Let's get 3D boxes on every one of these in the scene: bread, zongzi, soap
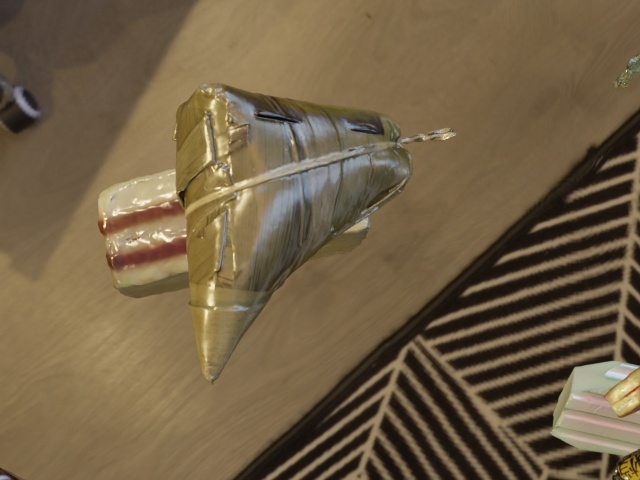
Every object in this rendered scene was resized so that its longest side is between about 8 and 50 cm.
[{"bbox_3d":[0.419,0.181,1.365,0.109,0.062,0.043,-21,63,-21],"label":"bread"},{"bbox_3d":[0.000,0.000,0.665,0.081,0.189,0.178,-24,66,53],"label":"zongzi"},{"bbox_3d":[0.512,0.283,1.809,0.231,0.091,0.145,13,120,0],"label":"soap"}]

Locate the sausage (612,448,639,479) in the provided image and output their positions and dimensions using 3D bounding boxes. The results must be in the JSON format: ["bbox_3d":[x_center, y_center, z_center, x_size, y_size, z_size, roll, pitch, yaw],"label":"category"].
[{"bbox_3d":[0.234,0.094,0.555,0.198,0.025,0.028,-32,49,34],"label":"sausage"}]

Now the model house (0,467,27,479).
[{"bbox_3d":[-0.291,0.373,0.959,0.283,0.297,0.317,11,73,4],"label":"model house"}]

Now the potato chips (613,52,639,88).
[{"bbox_3d":[0.508,-0.276,1.722,0.028,0.207,0.092,48,128,8],"label":"potato chips"}]

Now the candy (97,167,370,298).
[{"bbox_3d":[-0.107,-0.027,1.318,0.321,0.179,0.135,-12,82,-1],"label":"candy"}]
